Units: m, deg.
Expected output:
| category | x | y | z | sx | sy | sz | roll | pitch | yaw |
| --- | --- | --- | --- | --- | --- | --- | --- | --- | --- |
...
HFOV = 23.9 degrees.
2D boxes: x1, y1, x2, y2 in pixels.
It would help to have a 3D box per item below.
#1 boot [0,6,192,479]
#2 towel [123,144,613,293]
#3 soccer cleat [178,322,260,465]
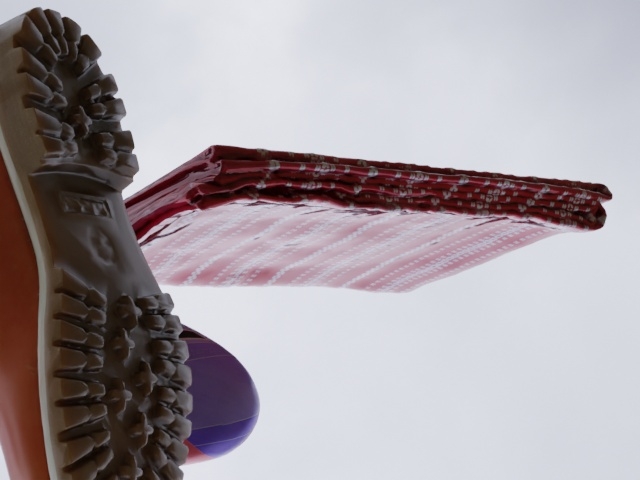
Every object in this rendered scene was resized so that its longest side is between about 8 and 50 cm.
| category | x | y | z | sx | sy | sz | roll | pitch | yaw |
| --- | --- | --- | --- | --- | --- | --- | --- | --- | --- |
| boot | -0.088 | 0.022 | 0.425 | 0.059 | 0.085 | 0.157 | 22 | -131 | -60 |
| towel | 0.000 | 0.000 | 0.833 | 0.275 | 0.199 | 0.031 | 3 | -107 | -36 |
| soccer cleat | -0.151 | 0.050 | 0.762 | 0.248 | 0.095 | 0.083 | 22 | -99 | 5 |
